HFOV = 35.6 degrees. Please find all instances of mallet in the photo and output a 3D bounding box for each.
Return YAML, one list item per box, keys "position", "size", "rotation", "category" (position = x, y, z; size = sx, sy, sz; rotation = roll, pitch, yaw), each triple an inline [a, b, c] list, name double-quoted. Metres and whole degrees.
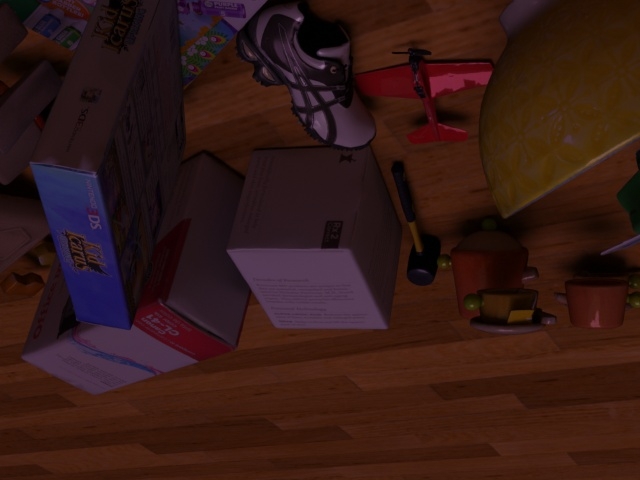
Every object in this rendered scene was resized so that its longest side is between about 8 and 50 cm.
- position: [0.111, -0.015, 1.226]
  size: [0.039, 0.062, 0.189]
  rotation: [0, 146, 20]
  category: "mallet"

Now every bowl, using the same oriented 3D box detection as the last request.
- position: [0.241, -0.156, 0.853]
  size: [0.289, 0.289, 0.156]
  rotation: [-37, 82, 49]
  category: "bowl"

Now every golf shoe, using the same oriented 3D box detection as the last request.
- position: [0.007, -0.163, 1.013]
  size: [0.094, 0.077, 0.198]
  rotation: [-20, 137, 37]
  category: "golf shoe"

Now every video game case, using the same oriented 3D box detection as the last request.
- position: [-0.187, -0.085, 0.938]
  size: [0.061, 0.244, 0.269]
  rotation: [9, 147, 1]
  category: "video game case"

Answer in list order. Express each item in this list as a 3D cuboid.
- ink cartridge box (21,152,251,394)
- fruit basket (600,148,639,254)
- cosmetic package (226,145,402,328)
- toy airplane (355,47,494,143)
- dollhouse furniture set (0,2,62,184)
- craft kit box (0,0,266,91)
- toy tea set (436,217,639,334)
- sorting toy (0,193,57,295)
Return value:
- position: [-0.224, 0.051, 1.276]
  size: [0.306, 0.226, 0.131]
  rotation: [-21, 136, 39]
  category: "ink cartridge box"
- position: [0.449, -0.095, 0.861]
  size: [0.327, 0.165, 0.353]
  rotation: [-13, 156, -43]
  category: "fruit basket"
- position: [0.000, 0.000, 1.200]
  size: [0.152, 0.151, 0.183]
  rotation: [-1, 145, 19]
  category: "cosmetic package"
- position: [0.111, -0.148, 1.052]
  size: [0.151, 0.028, 0.151]
  rotation: [9, 148, 6]
  category: "toy airplane"
- position: [-0.358, -0.188, 1.003]
  size: [0.262, 0.135, 0.259]
  rotation: [28, 160, 27]
  category: "dollhouse furniture set"
- position: [-0.188, -0.261, 0.943]
  size: [0.250, 0.061, 0.247]
  rotation: [26, 142, -23]
  category: "craft kit box"
- position: [0.312, 0.034, 1.206]
  size: [0.336, 0.124, 0.200]
  rotation: [-2, -175, -13]
  category: "toy tea set"
- position: [-0.455, 0.028, 1.351]
  size: [0.229, 0.041, 0.307]
  rotation: [-40, 157, 21]
  category: "sorting toy"
